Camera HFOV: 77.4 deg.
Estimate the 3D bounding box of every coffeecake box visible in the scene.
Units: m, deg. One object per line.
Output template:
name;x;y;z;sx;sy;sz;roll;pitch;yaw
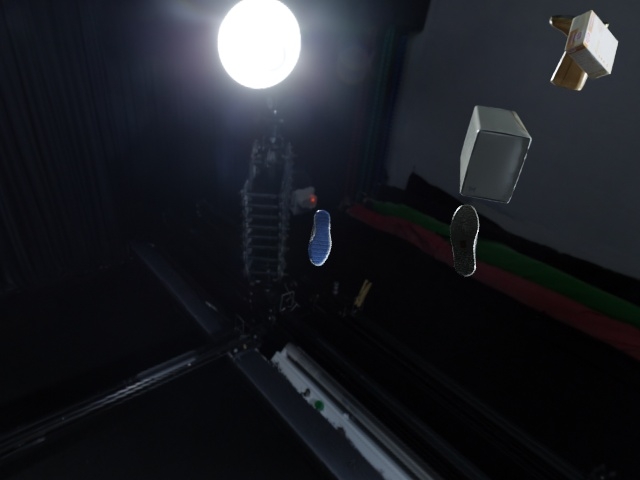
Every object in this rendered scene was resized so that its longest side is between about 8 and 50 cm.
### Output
coffeecake box;0.977;-0.701;1.438;0.186;0.142;0.068;26;168;-26

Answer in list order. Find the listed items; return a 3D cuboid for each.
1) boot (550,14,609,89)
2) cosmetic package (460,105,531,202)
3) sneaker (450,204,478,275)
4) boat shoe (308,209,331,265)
boot;1.082;-0.824;1.755;0.236;0.269;0.089;32;-133;28
cosmetic package;0.426;-0.229;1.005;0.113;0.160;0.309;13;-148;12
sneaker;0.454;-0.005;1.279;0.083;0.221;0.118;2;-173;15
boat shoe;0.000;0.000;1.234;0.066;0.066;0.183;11;-115;-2
